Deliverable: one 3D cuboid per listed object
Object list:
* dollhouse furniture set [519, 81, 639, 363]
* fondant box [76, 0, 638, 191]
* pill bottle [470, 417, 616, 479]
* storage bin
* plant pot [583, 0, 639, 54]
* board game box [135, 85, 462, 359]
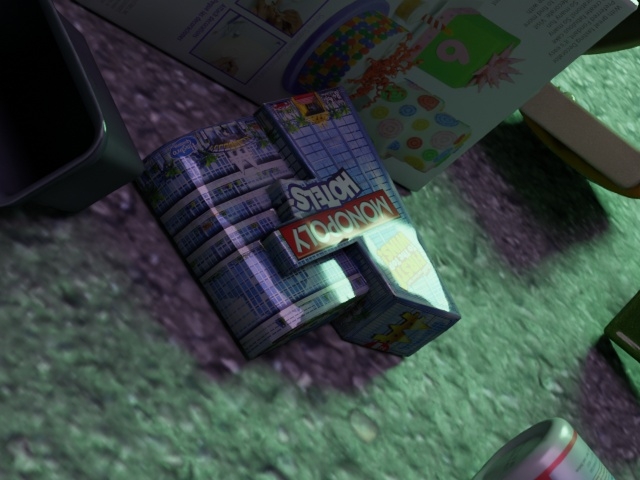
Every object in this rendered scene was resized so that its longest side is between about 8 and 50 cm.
[{"bbox_3d":[0.276,-0.009,1.160,0.301,0.151,0.197,41,11,17],"label":"dollhouse furniture set"},{"bbox_3d":[0.025,-0.199,0.904,0.330,0.238,0.096,28,39,-28],"label":"fondant box"},{"bbox_3d":[0.176,0.203,0.832,0.160,0.087,0.087,50,35,1],"label":"pill bottle"},{"bbox_3d":[-0.165,-0.076,0.723,0.135,0.098,0.091,63,9,19],"label":"storage bin"},{"bbox_3d":[0.229,-0.373,1.155,0.323,0.323,0.280,27,60,-30],"label":"plant pot"},{"bbox_3d":[0.000,0.000,0.849,0.194,0.060,0.194,55,35,9],"label":"board game box"}]
